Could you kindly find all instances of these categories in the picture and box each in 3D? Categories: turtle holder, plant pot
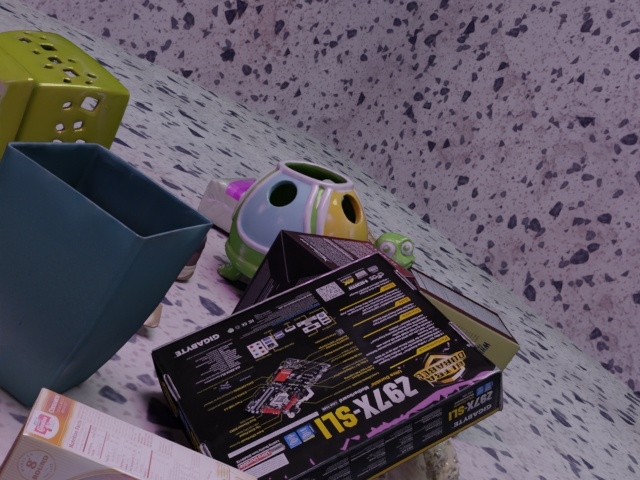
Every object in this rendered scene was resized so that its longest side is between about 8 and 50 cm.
[{"bbox_3d":[-0.019,-0.004,1.401,0.243,0.227,0.320,5,20,-33],"label":"turtle holder"},{"bbox_3d":[-0.262,0.040,0.834,0.165,0.234,0.166,34,15,10],"label":"plant pot"},{"bbox_3d":[-0.483,-0.207,1.283,0.228,0.227,0.207,39,21,28],"label":"plant pot"}]

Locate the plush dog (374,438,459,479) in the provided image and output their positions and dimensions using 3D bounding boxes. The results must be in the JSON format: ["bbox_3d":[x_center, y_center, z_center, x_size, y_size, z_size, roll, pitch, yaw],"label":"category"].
[{"bbox_3d":[0.078,0.253,0.982,0.262,0.210,0.225,31,37,-2],"label":"plush dog"}]

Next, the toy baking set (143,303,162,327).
[{"bbox_3d":[-0.300,0.019,1.133,0.256,0.030,0.197,39,37,4],"label":"toy baking set"}]

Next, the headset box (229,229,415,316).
[{"bbox_3d":[0.003,0.110,1.200,0.110,0.218,0.293,39,16,27],"label":"headset box"}]

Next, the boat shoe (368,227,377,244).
[{"bbox_3d":[0.078,0.024,1.878,0.341,0.121,0.110,37,14,16],"label":"boat shoe"}]

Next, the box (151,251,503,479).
[{"bbox_3d":[0.000,0.160,0.911,0.322,0.079,0.257,-23,41,-19],"label":"box"}]

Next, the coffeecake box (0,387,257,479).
[{"bbox_3d":[-0.162,0.219,0.609,0.185,0.142,0.068,27,14,-14],"label":"coffeecake box"}]

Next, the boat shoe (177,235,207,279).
[{"bbox_3d":[-0.313,-0.026,1.264,0.285,0.092,0.103,24,15,-27],"label":"boat shoe"}]

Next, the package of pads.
[{"bbox_3d":[-0.087,-0.032,1.729,0.296,0.101,0.229,30,11,13],"label":"package of pads"}]

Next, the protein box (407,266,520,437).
[{"bbox_3d":[0.188,0.186,1.365,0.201,0.200,0.136,29,14,-12],"label":"protein box"}]
